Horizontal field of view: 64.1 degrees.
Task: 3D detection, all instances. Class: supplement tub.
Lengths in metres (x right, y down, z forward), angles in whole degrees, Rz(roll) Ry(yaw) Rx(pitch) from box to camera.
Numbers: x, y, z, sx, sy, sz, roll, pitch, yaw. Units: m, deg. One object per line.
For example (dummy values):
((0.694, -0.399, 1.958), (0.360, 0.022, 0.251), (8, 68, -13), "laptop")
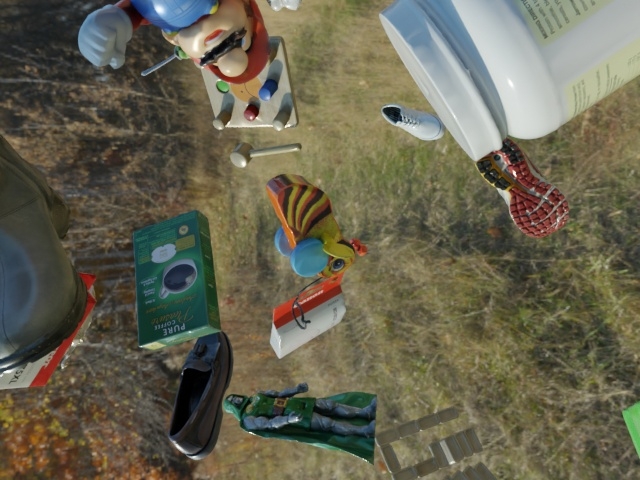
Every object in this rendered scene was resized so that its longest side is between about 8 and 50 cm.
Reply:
((0.251, -0.258, 0.540), (0.235, 0.325, 0.235), (51, -165, -20), "supplement tub")

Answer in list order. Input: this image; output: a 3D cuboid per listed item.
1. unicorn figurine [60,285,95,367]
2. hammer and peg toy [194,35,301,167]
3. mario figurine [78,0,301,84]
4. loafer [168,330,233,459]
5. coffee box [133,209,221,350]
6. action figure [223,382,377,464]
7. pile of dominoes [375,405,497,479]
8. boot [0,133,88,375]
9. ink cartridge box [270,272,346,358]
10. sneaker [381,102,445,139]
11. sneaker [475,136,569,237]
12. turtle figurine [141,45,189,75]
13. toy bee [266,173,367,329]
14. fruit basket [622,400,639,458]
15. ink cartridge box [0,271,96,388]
((-0.423, 0.142, 0.882), (0.111, 0.060, 0.162), (-60, 33, 19), "unicorn figurine")
((-0.184, -0.388, 1.439), (0.127, 0.266, 0.361), (-68, -25, -45), "hammer and peg toy")
((-0.137, -0.255, 0.567), (0.320, 0.198, 0.170), (9, -90, -73), "mario figurine")
((-0.261, 0.309, 1.112), (0.095, 0.109, 0.302), (50, -153, -40), "loafer")
((-0.210, 0.056, 0.739), (0.040, 0.113, 0.184), (51, -158, -62), "coffee box")
((-0.033, 0.257, 0.762), (0.137, 0.232, 0.063), (-72, -17, -68), "action figure")
((0.263, 0.508, 1.177), (0.196, 0.251, 0.040), (66, 152, 29), "pile of dominoes")
((-0.250, -0.030, 0.363), (0.246, 0.083, 0.161), (49, 162, 49), "boot")
((-0.024, 0.178, 1.190), (0.066, 0.189, 0.232), (57, 159, 16), "ink cartridge box")
((0.312, -0.410, 1.772), (0.258, 0.091, 0.094), (32, 116, 42), "sneaker")
((0.338, -0.100, 0.858), (0.088, 0.225, 0.093), (-32, 21, 25), "sneaker")
((-0.313, -0.444, 0.994), (0.266, 0.274, 0.198), (26, 135, 63), "turtle figurine")
((0.000, 0.000, 0.941), (0.195, 0.162, 0.298), (57, 159, 32), "toy bee")
((0.537, 0.263, 0.475), (0.283, 0.392, 0.392), (46, -152, -59), "fruit basket")
((-0.364, 0.097, 0.592), (0.078, 0.231, 0.134), (36, 96, 27), "ink cartridge box")
